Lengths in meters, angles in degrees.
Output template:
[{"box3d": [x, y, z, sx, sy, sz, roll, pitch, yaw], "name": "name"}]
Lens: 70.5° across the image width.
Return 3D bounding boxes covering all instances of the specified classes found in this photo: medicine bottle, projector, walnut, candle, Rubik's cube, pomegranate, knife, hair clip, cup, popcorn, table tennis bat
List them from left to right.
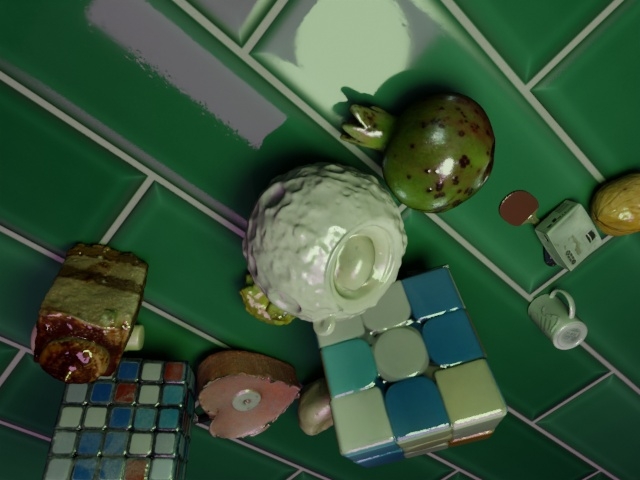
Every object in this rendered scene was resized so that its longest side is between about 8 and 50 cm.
[{"box3d": [-0.591, 0.249, 1.167, 0.252, 0.114, 0.114, 2, 121, -6], "name": "medicine bottle"}, {"box3d": [-0.485, 0.476, 1.163, 0.293, 0.286, 0.292, 3, 150, -7], "name": "Rubik's cube"}, {"box3d": [-0.414, 0.566, 1.437, 0.230, 0.028, 0.060, -23, 109, 12], "name": "knife"}, {"box3d": [-0.206, 0.426, 1.311, 0.287, 0.131, 0.317, -15, 131, -5], "name": "candle"}, {"box3d": [-0.115, 0.125, 1.132, 0.174, 0.142, 0.173, 11, 122, 18], "name": "popcorn"}, {"box3d": [0.199, 0.319, 1.091, 0.347, 0.346, 0.344, -18, 148, 4], "name": "Rubik's cube"}, {"box3d": [0.192, -0.173, 0.917, 0.306, 0.242, 0.242, -1, 122, 5], "name": "pomegranate"}, {"box3d": [0.286, 0.090, 1.197, 0.115, 0.039, 0.030, -7, 117, 2], "name": "hair clip"}, {"box3d": [0.515, -0.068, 1.136, 0.156, 0.013, 0.087, 30, 112, -19], "name": "table tennis bat"}, {"box3d": [0.604, 0.019, 1.193, 0.031, 0.018, 0.121, -14, 121, 12], "name": "knife"}, {"box3d": [0.648, 0.210, 1.248, 0.099, 0.133, 0.136, -26, 121, 7], "name": "cup"}, {"box3d": [0.621, -0.014, 1.139, 0.115, 0.061, 0.147, -43, 116, 2], "name": "projector"}, {"box3d": [0.735, -0.085, 1.075, 0.180, 0.144, 0.144, -28, 120, 5], "name": "walnut"}]

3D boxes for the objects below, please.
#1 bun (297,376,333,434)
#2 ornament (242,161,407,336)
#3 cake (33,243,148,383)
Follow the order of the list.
[{"box3d": [0.019, 0.476, 1.347, 0.231, 0.133, 0.231, -24, 149, -16], "name": "bun"}, {"box3d": [0.000, 0.000, 0.952, 0.337, 0.337, 0.337, -2, 122, -4], "name": "ornament"}, {"box3d": [-0.524, 0.172, 1.024, 0.196, 0.293, 0.198, 18, 122, -16], "name": "cake"}]
